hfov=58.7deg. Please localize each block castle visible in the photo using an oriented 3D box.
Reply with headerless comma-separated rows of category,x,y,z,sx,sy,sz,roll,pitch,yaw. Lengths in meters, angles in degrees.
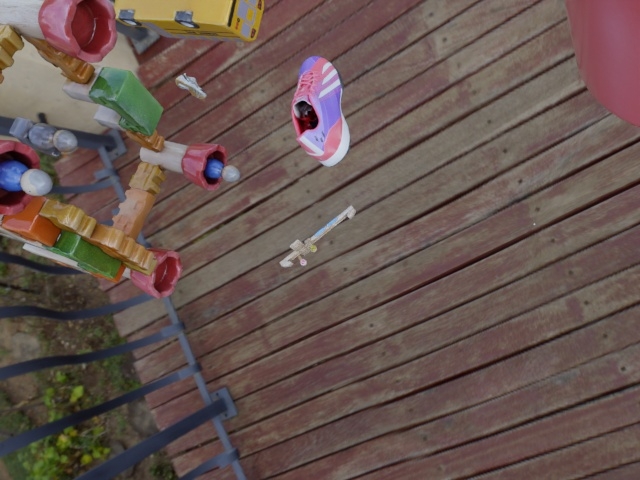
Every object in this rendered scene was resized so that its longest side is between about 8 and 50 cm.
block castle,-0.312,-0.108,0.844,0.212,0.453,0.303,16,74,19

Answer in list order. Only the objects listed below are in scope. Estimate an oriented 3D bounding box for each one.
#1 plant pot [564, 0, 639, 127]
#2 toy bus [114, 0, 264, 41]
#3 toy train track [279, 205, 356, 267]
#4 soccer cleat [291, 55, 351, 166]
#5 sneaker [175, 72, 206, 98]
plant pot,0.284,-0.216,0.380,0.274,0.243,0.275,-8,62,15
toy bus,-0.294,-0.504,1.228,0.332,0.130,0.108,15,94,31
toy train track,0.000,0.000,0.514,0.083,0.048,0.014,-39,73,6
soccer cleat,-0.014,-0.308,1.250,0.108,0.116,0.319,-33,50,32
sneaker,-0.300,-0.368,1.344,0.083,0.032,0.037,34,59,3
